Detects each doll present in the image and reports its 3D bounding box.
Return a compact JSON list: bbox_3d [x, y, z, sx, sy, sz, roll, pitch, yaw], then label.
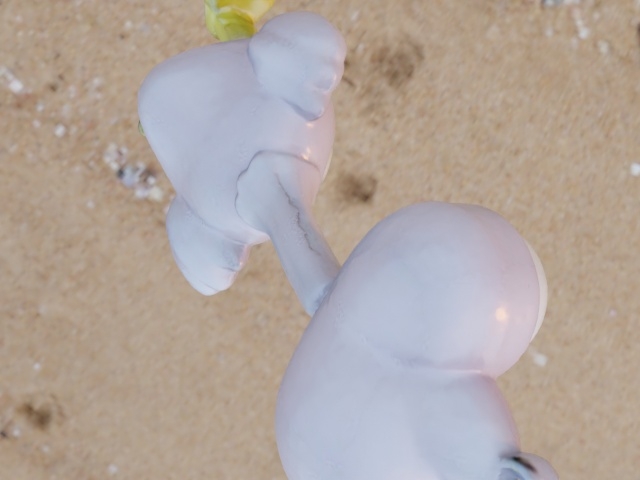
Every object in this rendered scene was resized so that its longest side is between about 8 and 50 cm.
[{"bbox_3d":[-0.001,0.000,0.675,0.365,0.094,0.160,52,122,41],"label":"doll"}]
